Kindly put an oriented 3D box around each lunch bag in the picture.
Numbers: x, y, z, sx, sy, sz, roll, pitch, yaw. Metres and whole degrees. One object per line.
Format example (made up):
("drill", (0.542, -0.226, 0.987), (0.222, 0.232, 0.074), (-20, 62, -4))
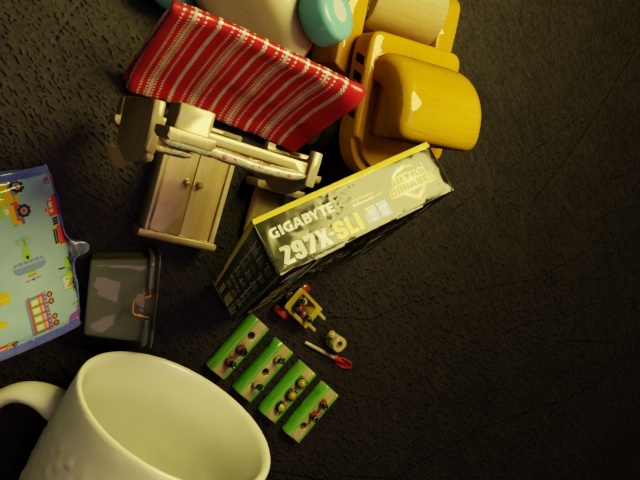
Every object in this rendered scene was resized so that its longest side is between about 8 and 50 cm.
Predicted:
("lunch bag", (-0.424, 0.039, 0.758), (0.293, 0.138, 0.221), (-18, 108, -35))

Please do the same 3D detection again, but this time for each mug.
("mug", (-0.306, 0.335, 0.831), (0.374, 0.276, 0.328), (31, 98, -2))

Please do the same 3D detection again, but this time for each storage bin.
("storage bin", (-0.274, 0.078, 0.869), (0.091, 0.098, 0.135), (4, 100, -20))

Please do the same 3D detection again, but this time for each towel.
("towel", (-0.101, -0.202, 0.836), (0.274, 0.199, 0.031), (17, 66, -30))

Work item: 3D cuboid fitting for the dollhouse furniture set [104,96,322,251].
("dollhouse furniture set", (-0.103, -0.045, 0.773), (0.303, 0.355, 0.174), (13, 96, -30))

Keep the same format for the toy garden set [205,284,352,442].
("toy garden set", (-0.037, 0.204, 1.057), (0.204, 0.049, 0.244), (-48, 120, -11))

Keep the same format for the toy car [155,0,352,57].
("toy car", (-0.063, -0.363, 0.846), (0.210, 0.219, 0.238), (58, 41, -33))

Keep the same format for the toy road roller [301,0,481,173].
("toy road roller", (0.123, -0.245, 0.924), (0.202, 0.240, 0.330), (5, 100, -31))

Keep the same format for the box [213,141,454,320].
("box", (0.000, 0.000, 0.873), (0.257, 0.322, 0.079), (-24, 82, -22))
